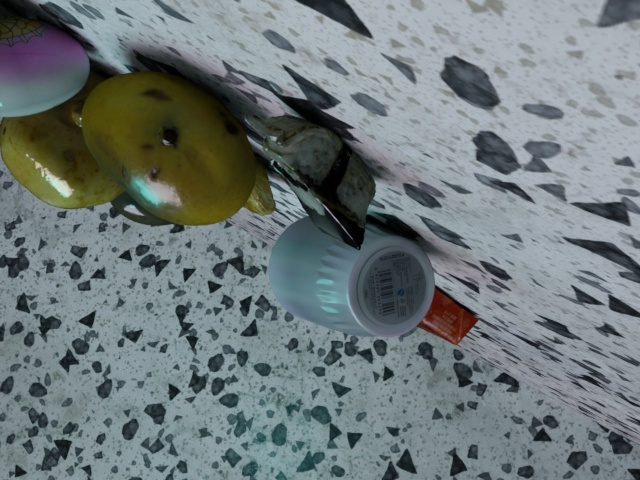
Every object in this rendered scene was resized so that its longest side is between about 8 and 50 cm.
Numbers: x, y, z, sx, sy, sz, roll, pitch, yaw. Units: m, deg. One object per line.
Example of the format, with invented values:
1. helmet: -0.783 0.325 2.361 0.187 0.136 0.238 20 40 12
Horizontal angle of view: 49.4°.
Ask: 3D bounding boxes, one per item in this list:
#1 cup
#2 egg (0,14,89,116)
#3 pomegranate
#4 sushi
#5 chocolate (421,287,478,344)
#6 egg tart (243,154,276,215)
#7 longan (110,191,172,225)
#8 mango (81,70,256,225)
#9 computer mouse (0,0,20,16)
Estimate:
1. cup: 0.064 0.079 1.517 0.253 0.253 0.371 33 171 -25
2. egg: -0.589 -0.334 1.342 0.271 0.196 0.196 -5 -171 -25
3. pomegranate: -0.539 -0.234 1.546 0.342 0.342 0.342 29 173 4
4. sushi: -0.003 -0.119 1.053 0.273 0.109 0.134 51 167 -31
5. chocolate: 0.288 0.188 1.988 0.234 0.108 0.237 33 171 -38
6. egg tart: -0.207 -0.153 1.531 0.290 0.115 0.290 28 175 3
7. longan: -0.466 -0.173 2.001 0.300 0.300 0.243 31 132 -13
8. mango: -0.283 -0.170 1.257 0.301 0.220 0.445 44 169 -31
9. computer mouse: -0.655 -0.448 1.439 0.128 0.079 0.231 27 157 18
